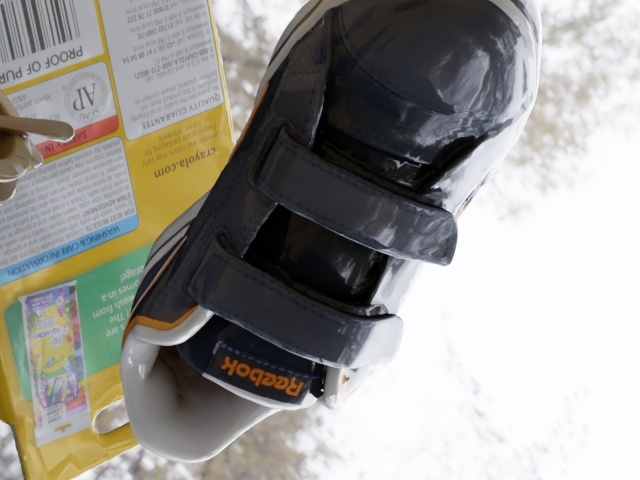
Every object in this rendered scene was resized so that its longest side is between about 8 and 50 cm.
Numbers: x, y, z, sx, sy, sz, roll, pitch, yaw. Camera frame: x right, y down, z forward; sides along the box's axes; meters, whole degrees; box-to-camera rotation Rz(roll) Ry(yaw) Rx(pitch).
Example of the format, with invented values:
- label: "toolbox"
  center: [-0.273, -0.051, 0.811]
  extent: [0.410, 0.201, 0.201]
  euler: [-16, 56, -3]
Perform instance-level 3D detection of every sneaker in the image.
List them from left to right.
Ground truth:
- label: "sneaker"
  center: [0.000, 0.000, 0.829]
  extent: [0.321, 0.126, 0.127]
  euler: [-52, -160, 45]

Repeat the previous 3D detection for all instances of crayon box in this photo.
- label: "crayon box"
  center: [-0.153, -0.028, 1.085]
  extent: [0.203, 0.323, 0.083]
  euler: [-25, -153, -34]

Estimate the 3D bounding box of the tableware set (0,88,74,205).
- label: "tableware set"
  center: [-0.200, -0.102, 0.825]
  extent: [0.039, 0.194, 0.128]
  euler: [-35, -173, 23]
